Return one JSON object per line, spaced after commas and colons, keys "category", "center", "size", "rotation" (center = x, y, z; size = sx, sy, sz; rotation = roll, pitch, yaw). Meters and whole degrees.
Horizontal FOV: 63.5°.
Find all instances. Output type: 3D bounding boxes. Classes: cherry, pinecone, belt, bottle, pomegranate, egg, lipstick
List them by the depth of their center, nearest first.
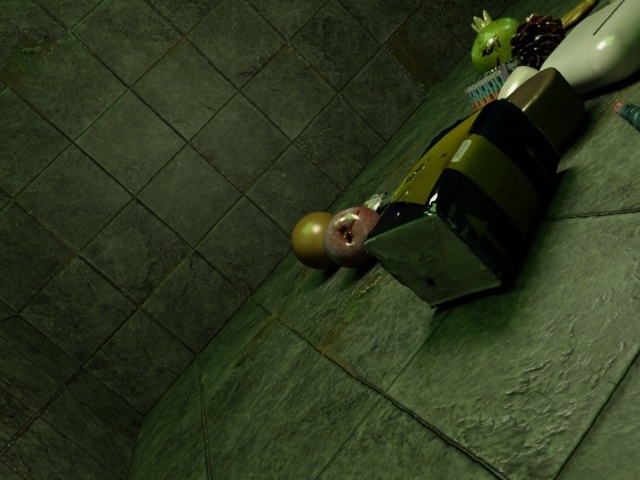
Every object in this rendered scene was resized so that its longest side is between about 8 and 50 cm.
{"category": "lipstick", "center": [0.651, -0.258, 1.063], "size": [0.053, 0.053, 0.234], "rotation": [-42, 9, 24]}
{"category": "bottle", "center": [0.610, -0.413, 1.632], "size": [0.237, 0.147, 0.147], "rotation": [-54, 9, 5]}
{"category": "cherry", "center": [0.125, -0.010, 1.877], "size": [0.236, 0.213, 0.285], "rotation": [-19, -9, 9]}
{"category": "pinecone", "center": [0.798, -0.713, 1.892], "size": [0.208, 0.207, 0.208], "rotation": [-45, 10, 10]}
{"category": "belt", "center": [0.674, -0.566, 1.929], "size": [0.206, 0.161, 0.295], "rotation": [-31, 7, -13]}
{"category": "pomegranate", "center": [0.770, -0.853, 2.245], "size": [0.260, 0.341, 0.260], "rotation": [-25, -21, -10]}
{"category": "egg", "center": [0.000, 0.000, 2.259], "size": [0.250, 0.250, 0.322], "rotation": [-46, -1, 5]}

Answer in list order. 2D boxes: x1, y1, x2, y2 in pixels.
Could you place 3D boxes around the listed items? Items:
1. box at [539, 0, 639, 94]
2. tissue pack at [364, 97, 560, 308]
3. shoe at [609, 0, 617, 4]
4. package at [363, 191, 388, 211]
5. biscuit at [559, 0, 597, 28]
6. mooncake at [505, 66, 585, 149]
{"category": "box", "center": [0.763, -0.523, 1.386], "size": [0.289, 0.141, 0.349], "rotation": [-47, 9, -6]}
{"category": "tissue pack", "center": [0.325, -0.082, 1.171], "size": [0.417, 0.253, 0.264], "rotation": [-54, 12, -30]}
{"category": "shoe", "center": [1.064, -0.880, 1.679], "size": [0.275, 0.098, 0.103], "rotation": [-39, 16, 34]}
{"category": "package", "center": [0.213, -0.109, 2.355], "size": [0.270, 0.071, 0.194], "rotation": [-62, 10, -9]}
{"category": "biscuit", "center": [1.032, -0.923, 2.152], "size": [0.203, 0.041, 0.260], "rotation": [-51, 12, -24]}
{"category": "mooncake", "center": [0.552, -0.305, 1.379], "size": [0.284, 0.155, 0.284], "rotation": [-47, 9, 10]}
